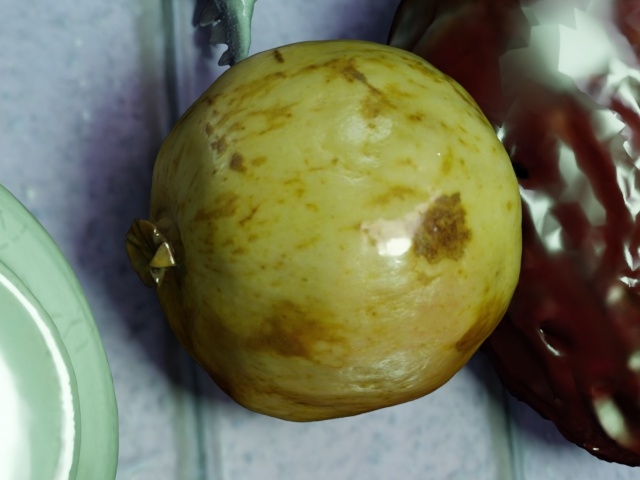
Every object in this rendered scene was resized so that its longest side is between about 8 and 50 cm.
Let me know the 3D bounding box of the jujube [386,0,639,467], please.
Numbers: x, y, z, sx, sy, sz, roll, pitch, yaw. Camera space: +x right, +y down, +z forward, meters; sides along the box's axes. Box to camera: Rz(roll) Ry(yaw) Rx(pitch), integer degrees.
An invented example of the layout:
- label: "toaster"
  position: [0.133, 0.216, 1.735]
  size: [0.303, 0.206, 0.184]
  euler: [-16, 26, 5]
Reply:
- label: "jujube"
  position: [0.182, -0.044, 1.055]
  size: [0.258, 0.258, 0.376]
  euler: [-27, 90, -40]

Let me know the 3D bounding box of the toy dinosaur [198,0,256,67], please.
- label: "toy dinosaur"
  position: [-0.050, -0.157, 1.002]
  size: [0.039, 0.082, 0.209]
  euler: [20, 66, -28]

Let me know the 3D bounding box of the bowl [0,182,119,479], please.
- label: "bowl"
  position: [-0.216, 0.082, 0.714]
  size: [0.307, 0.163, 0.307]
  euler: [5, 81, -35]

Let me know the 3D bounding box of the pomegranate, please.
- label: "pomegranate"
  position: [0.000, 0.000, 0.905]
  size: [0.215, 0.215, 0.215]
  euler: [13, 68, -35]
